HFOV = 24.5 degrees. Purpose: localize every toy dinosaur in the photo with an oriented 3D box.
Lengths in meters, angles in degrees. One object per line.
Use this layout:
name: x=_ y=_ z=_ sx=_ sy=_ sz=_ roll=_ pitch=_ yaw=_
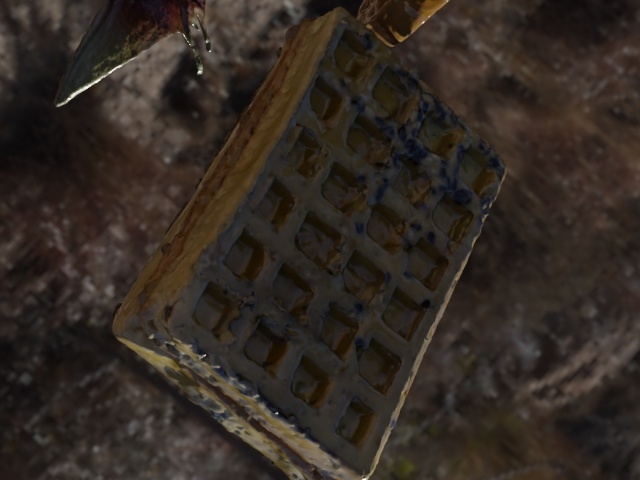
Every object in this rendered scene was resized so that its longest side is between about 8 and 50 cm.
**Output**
toy dinosaur: x=-0.189 y=-0.254 z=1.530 sx=0.113 sy=0.327 sz=0.206 roll=-16 pitch=146 yaw=26

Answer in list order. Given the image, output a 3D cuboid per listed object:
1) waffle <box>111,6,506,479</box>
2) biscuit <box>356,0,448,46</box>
waffle: x=0.000 y=0.000 z=1.331 sx=0.114 sy=0.261 sz=0.376 roll=-17 pitch=-141 yaw=54
biscuit: x=0.155 y=-0.316 z=1.448 sx=0.351 sy=0.057 sz=0.312 roll=-43 pitch=-172 yaw=20
